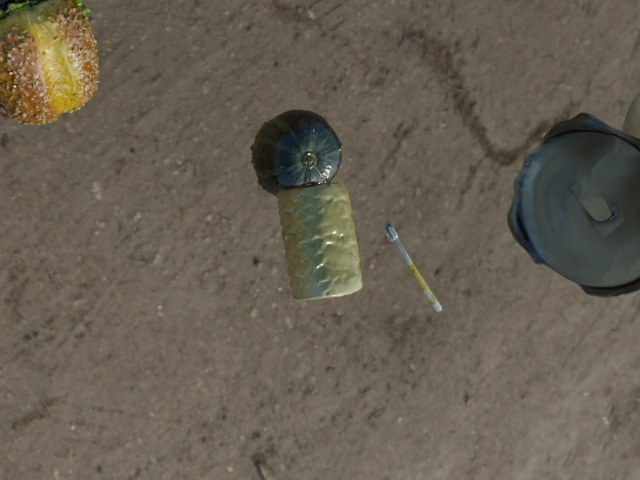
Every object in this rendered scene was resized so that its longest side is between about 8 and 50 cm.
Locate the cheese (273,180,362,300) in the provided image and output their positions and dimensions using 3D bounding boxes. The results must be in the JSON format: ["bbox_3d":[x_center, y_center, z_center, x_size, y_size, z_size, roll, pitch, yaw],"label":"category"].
[{"bbox_3d":[0.000,0.000,1.122,0.123,0.094,0.167,-6,87,-59],"label":"cheese"}]

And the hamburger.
[{"bbox_3d":[-0.292,-0.185,0.794,0.137,0.087,0.166,-32,157,-26],"label":"hamburger"}]

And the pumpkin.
[{"bbox_3d":[-0.050,-0.176,1.575,0.190,0.146,0.190,0,91,-34],"label":"pumpkin"}]

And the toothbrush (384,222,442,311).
[{"bbox_3d":[0.224,0.071,1.849,0.288,0.021,0.024,56,37,-27],"label":"toothbrush"}]

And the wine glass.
[{"bbox_3d":[0.250,-0.050,0.572,0.232,0.156,0.156,-21,120,-42],"label":"wine glass"}]
